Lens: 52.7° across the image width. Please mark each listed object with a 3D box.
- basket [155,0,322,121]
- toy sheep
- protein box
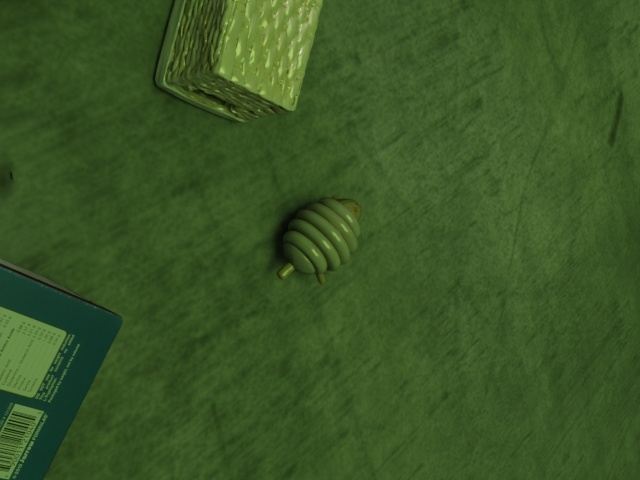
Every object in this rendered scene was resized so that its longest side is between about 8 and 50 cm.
[{"bbox_3d":[-0.075,-0.214,0.641,0.113,0.103,0.167,18,83,-42],"label":"basket"},{"bbox_3d":[0.000,0.000,0.750,0.132,0.091,0.091,-48,124,-20],"label":"toy sheep"},{"bbox_3d":[-0.294,0.095,0.454,0.201,0.136,0.200,35,74,-43],"label":"protein box"}]
